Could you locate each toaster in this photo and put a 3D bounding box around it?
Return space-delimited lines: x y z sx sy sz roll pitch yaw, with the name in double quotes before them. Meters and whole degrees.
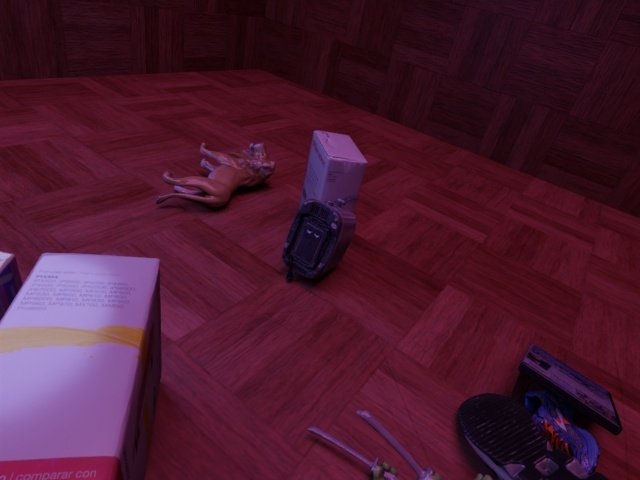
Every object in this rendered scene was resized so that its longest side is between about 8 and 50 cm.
"toaster" 0.000 0.000 1.040 0.129 0.227 0.146 29 18 21

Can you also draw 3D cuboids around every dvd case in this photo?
"dvd case" 0.509 0.293 0.841 0.180 0.022 0.253 35 13 29

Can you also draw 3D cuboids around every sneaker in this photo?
"sneaker" 0.342 0.386 0.662 0.122 0.147 0.330 -22 17 -7
"sneaker" 0.437 0.359 0.754 0.086 0.084 0.221 7 15 10

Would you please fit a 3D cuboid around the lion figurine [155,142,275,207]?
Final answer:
"lion figurine" -0.313 -0.191 1.295 0.240 0.142 0.392 24 47 2

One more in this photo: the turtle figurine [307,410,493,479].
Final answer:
"turtle figurine" 0.146 0.340 0.566 0.265 0.198 0.275 6 36 -19

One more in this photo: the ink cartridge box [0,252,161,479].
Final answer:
"ink cartridge box" -0.293 0.233 0.484 0.160 0.280 0.385 4 34 -16

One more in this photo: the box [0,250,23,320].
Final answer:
"box" -0.512 0.157 0.535 0.117 0.214 0.243 16 42 -11

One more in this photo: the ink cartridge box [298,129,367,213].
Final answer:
"ink cartridge box" 0.027 -0.152 1.197 0.116 0.279 0.201 2 34 -16
